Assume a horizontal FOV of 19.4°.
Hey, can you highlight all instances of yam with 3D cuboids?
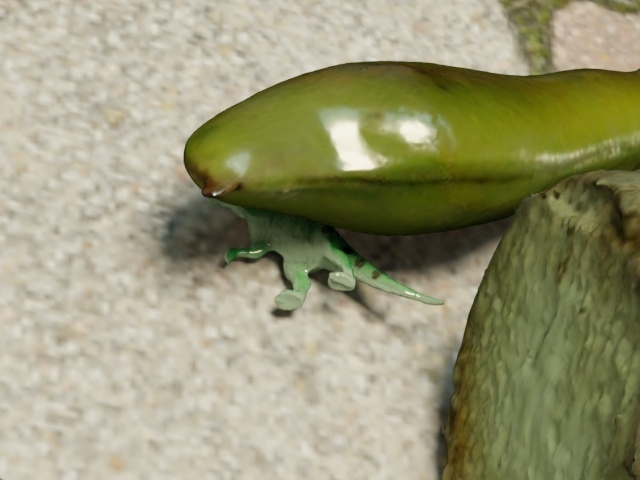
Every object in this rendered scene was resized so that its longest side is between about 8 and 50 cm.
[{"bbox_3d":[0.173,0.059,0.589,0.268,0.161,0.161,3,52,-22],"label":"yam"}]

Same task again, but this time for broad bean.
[{"bbox_3d":[0.078,-0.042,0.686,0.325,0.067,0.075,-12,60,-43],"label":"broad bean"}]

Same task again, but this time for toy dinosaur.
[{"bbox_3d":[0.000,0.000,0.652,0.083,0.021,0.062,13,36,-13],"label":"toy dinosaur"}]

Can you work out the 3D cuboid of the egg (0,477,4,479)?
[{"bbox_3d":[-0.111,0.149,0.373,0.177,0.177,0.228,12,61,-16],"label":"egg"}]
